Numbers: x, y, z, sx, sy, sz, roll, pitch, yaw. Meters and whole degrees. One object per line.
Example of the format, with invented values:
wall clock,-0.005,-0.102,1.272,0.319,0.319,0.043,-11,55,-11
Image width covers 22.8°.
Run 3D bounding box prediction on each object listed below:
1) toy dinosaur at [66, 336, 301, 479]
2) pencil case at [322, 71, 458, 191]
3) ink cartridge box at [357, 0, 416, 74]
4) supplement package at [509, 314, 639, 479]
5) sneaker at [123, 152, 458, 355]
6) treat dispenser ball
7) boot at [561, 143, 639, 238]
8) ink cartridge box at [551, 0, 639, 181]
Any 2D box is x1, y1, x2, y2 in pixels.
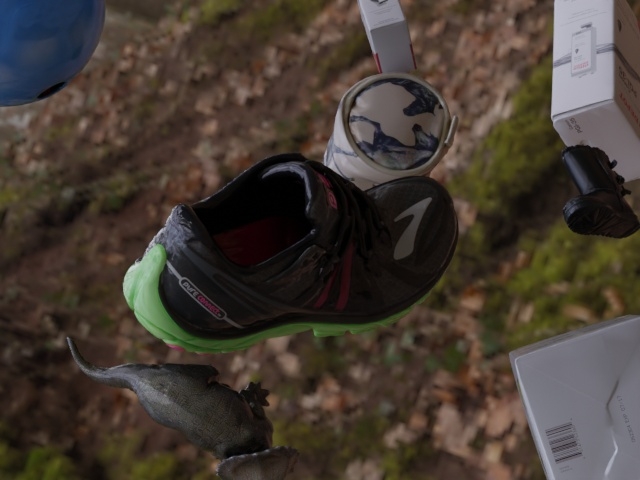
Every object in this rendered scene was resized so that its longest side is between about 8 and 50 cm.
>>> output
toy dinosaur,-0.127,0.179,1.702,0.121,0.313,0.160,-47,3,-4
pencil case,0.089,-0.090,2.355,0.410,0.184,0.159,106,170,-66
ink cartridge box,0.091,-0.315,2.281,0.099,0.056,0.135,73,-178,-47
supplement package,0.298,0.189,1.676,0.203,0.149,0.194,25,-132,-84
sneaker,0.000,0.000,1.881,0.483,0.185,0.202,-16,-36,-41
treat dispenser ball,-0.442,-0.328,2.199,0.288,0.288,0.288,19,-90,-83
boot,0.276,-0.055,1.637,0.121,0.099,0.045,11,-41,-45
ink cartridge box,0.485,-0.262,2.694,0.207,0.117,0.283,48,-143,-40
